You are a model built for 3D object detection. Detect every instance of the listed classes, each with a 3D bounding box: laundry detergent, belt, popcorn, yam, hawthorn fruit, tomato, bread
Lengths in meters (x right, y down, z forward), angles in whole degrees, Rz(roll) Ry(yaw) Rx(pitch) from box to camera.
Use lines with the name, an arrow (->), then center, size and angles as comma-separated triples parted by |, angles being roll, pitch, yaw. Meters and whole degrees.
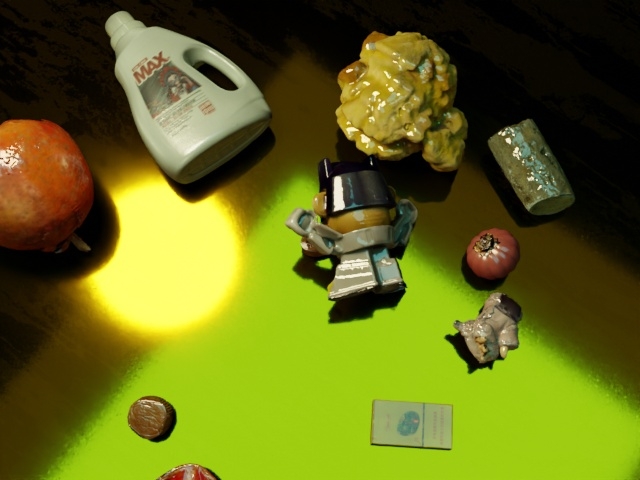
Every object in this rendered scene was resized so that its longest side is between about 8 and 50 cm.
laundry detergent -> -0.310, -0.337, 1.811 | 0.264, 0.124, 0.398 | -36, 73, -9
belt -> 0.000, 0.000, 1.743 | 0.083, 0.036, 0.059 | -17, 67, -5
popcorn -> 0.171, -0.273, 1.740 | 0.265, 0.225, 0.332 | -32, 87, -14
yam -> 0.434, -0.144, 1.749 | 0.107, 0.107, 0.194 | -25, 75, -7
hawthorn fruit -> -0.561, -0.088, 1.678 | 0.276, 0.276, 0.307 | -45, 106, -12
tomato -> -0.244, 0.493, 1.570 | 0.156, 0.069, 0.155 | -1, 69, 2
bread -> -0.324, 0.337, 1.630 | 0.085, 0.053, 0.085 | 0, 84, 4

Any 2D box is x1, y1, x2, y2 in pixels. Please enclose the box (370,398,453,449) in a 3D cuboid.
box -> 0.175, 0.352, 1.636 | 0.155, 0.023, 0.086 | 4, 75, 2

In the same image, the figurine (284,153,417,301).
figurine -> 0.078, -0.031, 1.673 | 0.143, 0.308, 0.308 | -15, 67, 39

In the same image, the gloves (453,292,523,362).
gloves -> 0.331, 0.172, 1.656 | 0.144, 0.094, 0.110 | -31, 85, -28

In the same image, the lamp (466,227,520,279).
lamp -> 0.344, 0.027, 1.701 | 0.107, 0.092, 0.107 | -18, 52, 25
